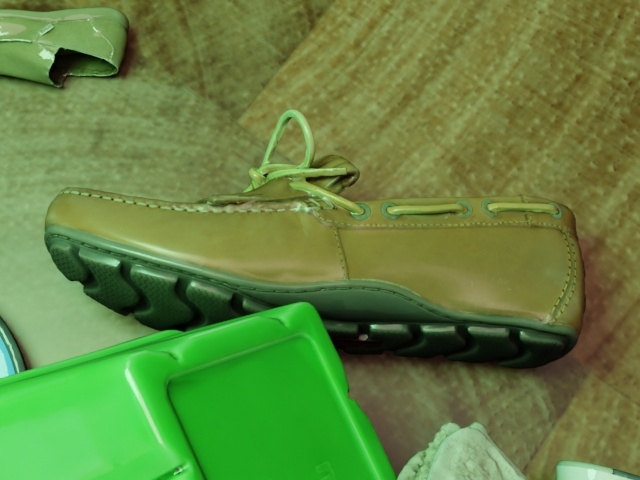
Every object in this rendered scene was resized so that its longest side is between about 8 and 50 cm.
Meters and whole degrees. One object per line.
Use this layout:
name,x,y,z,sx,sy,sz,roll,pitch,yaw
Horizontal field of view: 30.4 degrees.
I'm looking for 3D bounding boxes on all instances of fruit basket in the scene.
fruit basket,-0.124,0.253,0.720,0.283,0.392,0.392,-14,69,-53

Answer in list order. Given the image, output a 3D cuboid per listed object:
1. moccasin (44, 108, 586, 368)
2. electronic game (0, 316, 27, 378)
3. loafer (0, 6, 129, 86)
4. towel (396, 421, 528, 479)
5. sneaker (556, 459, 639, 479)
moccasin,0.000,-0.001,0.833,0.380,0.139,0.146,3,67,-1
electronic game,-0.317,0.123,0.818,0.229,0.048,0.229,1,74,-3
loafer,-0.218,-0.145,0.901,0.148,0.056,0.050,-10,68,-7
towel,0.086,0.236,0.627,0.187,0.049,0.282,49,37,-10
sneaker,0.256,0.255,0.800,0.226,0.086,0.163,13,75,-2
